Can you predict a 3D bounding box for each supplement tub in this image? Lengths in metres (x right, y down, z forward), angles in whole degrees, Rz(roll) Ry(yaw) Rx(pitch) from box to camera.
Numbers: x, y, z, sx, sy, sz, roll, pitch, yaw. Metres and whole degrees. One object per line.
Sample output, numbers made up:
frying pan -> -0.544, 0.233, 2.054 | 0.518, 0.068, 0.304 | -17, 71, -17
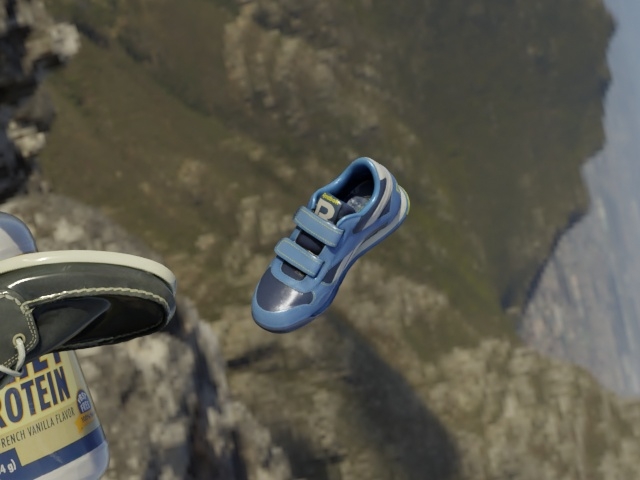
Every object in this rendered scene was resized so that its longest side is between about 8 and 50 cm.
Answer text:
supplement tub -> -0.348, 0.107, 1.382 | 0.228, 0.228, 0.316 | -30, 100, -75

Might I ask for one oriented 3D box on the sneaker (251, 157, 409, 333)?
sneaker -> 0.000, 0.000, 1.024 | 0.144, 0.053, 0.059 | -50, 149, -15

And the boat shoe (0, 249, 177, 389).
boat shoe -> -0.197, 0.060, 0.876 | 0.084, 0.233, 0.079 | 94, -15, -54
